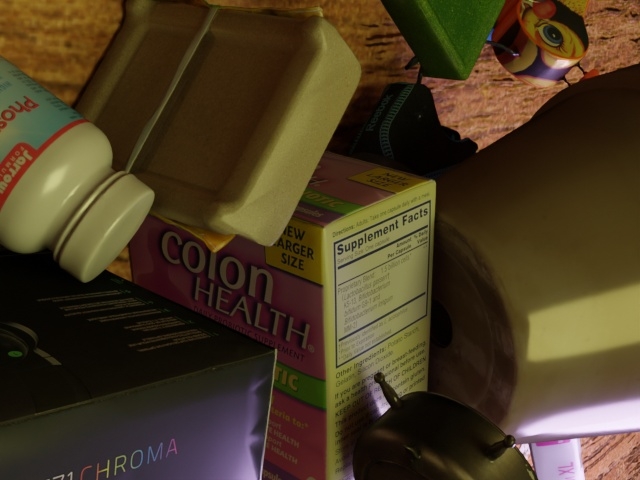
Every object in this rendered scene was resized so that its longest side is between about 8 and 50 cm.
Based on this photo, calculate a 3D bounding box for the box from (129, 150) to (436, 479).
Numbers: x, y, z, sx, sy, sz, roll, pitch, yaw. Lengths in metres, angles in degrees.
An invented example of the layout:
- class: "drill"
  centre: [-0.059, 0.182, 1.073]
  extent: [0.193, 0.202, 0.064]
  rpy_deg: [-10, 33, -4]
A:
- class: "box"
  centre: [-0.034, 0.057, 0.697]
  extent: [0.117, 0.213, 0.243]
  rpy_deg: [-23, 122, -42]

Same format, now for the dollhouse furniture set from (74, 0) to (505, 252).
- class: "dollhouse furniture set"
  centre: [-0.028, -0.121, 0.646]
  extent: [0.151, 0.197, 0.302]
  rpy_deg: [41, 72, -51]

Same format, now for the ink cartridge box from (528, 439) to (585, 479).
- class: "ink cartridge box"
  centre: [0.266, 0.153, 1.127]
  extent: [0.311, 0.065, 0.186]
  rpy_deg: [-87, 163, -50]

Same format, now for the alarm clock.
- class: "alarm clock"
  centre: [0.084, 0.185, 0.613]
  extent: [0.064, 0.129, 0.192]
  rpy_deg: [-39, 132, -32]

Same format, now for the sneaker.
- class: "sneaker"
  centre: [0.142, -0.036, 0.944]
  extent: [0.341, 0.125, 0.140]
  rpy_deg: [36, 70, -53]

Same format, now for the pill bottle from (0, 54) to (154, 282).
- class: "pill bottle"
  centre: [-0.178, -0.049, 0.516]
  extent: [0.087, 0.160, 0.087]
  rpy_deg: [-54, 179, -1]

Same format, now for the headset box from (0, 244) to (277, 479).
- class: "headset box"
  centre: [-0.195, 0.096, 0.468]
  extent: [0.246, 0.283, 0.131]
  rpy_deg: [-8, 111, -49]

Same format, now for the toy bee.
- class: "toy bee"
  centre: [0.222, -0.219, 0.932]
  extent: [0.298, 0.162, 0.195]
  rpy_deg: [-51, -178, -11]

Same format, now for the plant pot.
- class: "plant pot"
  centre: [0.197, 0.031, 0.741]
  extent: [0.280, 0.323, 0.323]
  rpy_deg: [-14, 116, -29]

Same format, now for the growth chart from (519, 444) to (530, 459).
- class: "growth chart"
  centre: [0.331, 0.238, 1.308]
  extent: [0.172, 0.021, 0.237]
  rpy_deg: [-54, 160, -14]
